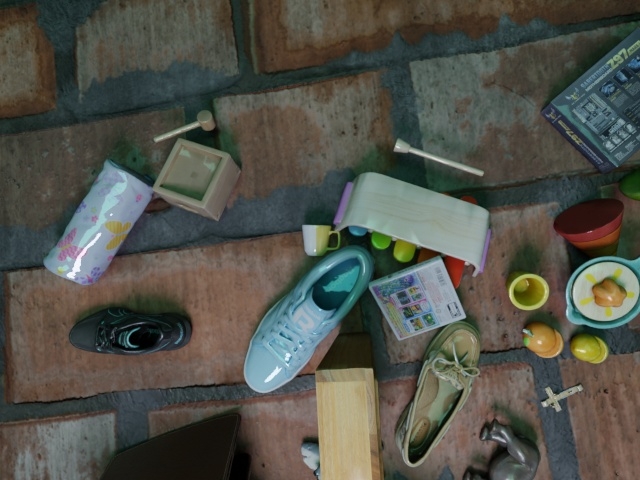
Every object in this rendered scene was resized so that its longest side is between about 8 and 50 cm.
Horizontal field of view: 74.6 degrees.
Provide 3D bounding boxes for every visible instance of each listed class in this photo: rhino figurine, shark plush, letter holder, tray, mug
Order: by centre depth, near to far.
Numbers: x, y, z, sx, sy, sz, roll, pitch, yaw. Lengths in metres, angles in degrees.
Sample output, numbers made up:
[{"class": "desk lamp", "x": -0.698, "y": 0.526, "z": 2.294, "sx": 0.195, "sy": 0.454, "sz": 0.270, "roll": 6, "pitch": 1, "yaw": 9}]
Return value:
[{"class": "tray", "x": 0.056, "y": 0.268, "z": 0.662, "sx": 0.076, "sy": 0.411, "sz": 0.203, "roll": -4, "pitch": 83, "yaw": 6}, {"class": "rhino figurine", "x": 0.327, "y": 0.465, "z": 0.783, "sx": 0.106, "sy": 0.073, "sz": 0.244, "roll": 22, "pitch": 88, "yaw": 11}, {"class": "letter holder", "x": -0.274, "y": 0.493, "z": 0.810, "sx": 0.301, "sy": 0.214, "sz": 0.152, "roll": -21, "pitch": 108, "yaw": 4}, {"class": "shark plush", "x": 0.043, "y": 0.421, "z": 0.830, "sx": 0.161, "sy": 0.073, "sz": 0.067, "roll": -18, "pitch": 52, "yaw": 8}, {"class": "mug", "x": -0.004, "y": 0.000, "z": 0.874, "sx": 0.078, "sy": 0.062, "sz": 0.064, "roll": 5, "pitch": 93, "yaw": 51}]

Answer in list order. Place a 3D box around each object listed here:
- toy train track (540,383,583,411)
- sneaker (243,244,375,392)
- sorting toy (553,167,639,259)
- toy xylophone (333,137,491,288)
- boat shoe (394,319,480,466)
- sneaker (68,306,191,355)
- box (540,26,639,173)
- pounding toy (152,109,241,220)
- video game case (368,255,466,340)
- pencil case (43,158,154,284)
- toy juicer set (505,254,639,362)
[{"class": "toy train track", "x": 0.470, "y": 0.302, "z": 0.814, "sx": 0.083, "sy": 0.014, "sz": 0.048, "roll": -26, "pitch": 82, "yaw": 2}, {"class": "sneaker", "x": -0.034, "y": 0.146, "z": 0.817, "sx": 0.135, "sy": 0.150, "sz": 0.366, "roll": 37, "pitch": 87, "yaw": 10}, {"class": "sorting toy", "x": 0.643, "y": -0.063, "z": 0.806, "sx": 0.365, "sy": 0.127, "sz": 0.126, "roll": -31, "pitch": 105, "yaw": 4}, {"class": "toy xylophone", "x": 0.201, "y": -0.059, "z": 0.832, "sx": 0.322, "sy": 0.081, "sz": 0.236, "roll": 26, "pitch": 73, "yaw": 4}, {"class": "boat shoe", "x": 0.233, "y": 0.291, "z": 0.803, "sx": 0.104, "sy": 0.089, "sz": 0.286, "roll": 23, "pitch": 86, "yaw": 9}, {"class": "sneaker", "x": -0.412, "y": 0.190, "z": 0.878, "sx": 0.267, "sy": 0.106, "sz": 0.101, "roll": -5, "pitch": 84, "yaw": 7}, {"class": "box", "x": 0.603, "y": -0.279, "z": 0.843, "sx": 0.232, "sy": 0.059, "sz": 0.183, "roll": -41, "pitch": 81, "yaw": 1}, {"class": "pounding toy", "x": -0.270, "y": -0.172, "z": 0.915, "sx": 0.180, "sy": 0.094, "sz": 0.206, "roll": 19, "pitch": 77, "yaw": 13}, {"class": "video game case", "x": 0.187, "y": 0.115, "z": 0.807, "sx": 0.143, "sy": 0.019, "sz": 0.157, "roll": -23, "pitch": 120, "yaw": 14}, {"class": "pencil case", "x": -0.475, "y": -0.041, "z": 0.907, "sx": 0.124, "sy": 0.113, "sz": 0.273, "roll": 29, "pitch": 87, "yaw": 19}, {"class": "toy juicer set", "x": 0.524, "y": 0.127, "z": 0.766, "sx": 0.328, "sy": 0.089, "sz": 0.210, "roll": -14, "pitch": 98, "yaw": 11}]
